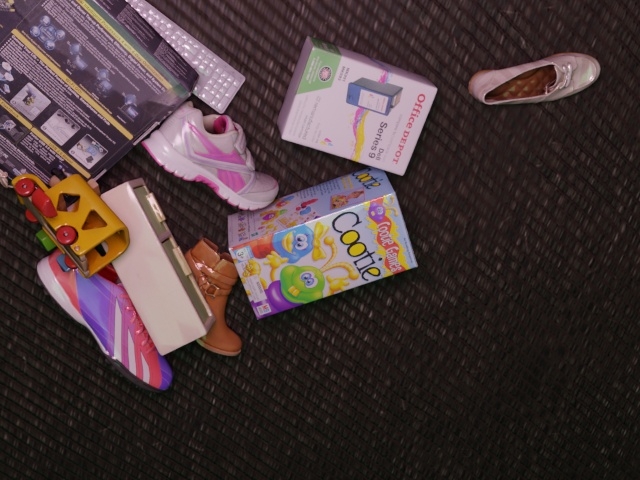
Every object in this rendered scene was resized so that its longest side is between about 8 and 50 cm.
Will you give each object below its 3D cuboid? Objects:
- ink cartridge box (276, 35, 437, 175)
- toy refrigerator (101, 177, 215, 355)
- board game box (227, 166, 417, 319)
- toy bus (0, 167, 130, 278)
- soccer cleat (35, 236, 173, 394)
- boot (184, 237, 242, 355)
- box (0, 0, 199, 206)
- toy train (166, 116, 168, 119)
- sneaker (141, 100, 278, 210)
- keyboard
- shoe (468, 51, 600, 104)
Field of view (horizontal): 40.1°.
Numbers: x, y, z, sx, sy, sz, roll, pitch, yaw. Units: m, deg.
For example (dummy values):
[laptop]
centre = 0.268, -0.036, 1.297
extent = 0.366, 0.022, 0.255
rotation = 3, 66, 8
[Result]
[ink cartridge box]
centre = 0.056, -0.212, 1.391
extent = 0.212, 0.093, 0.154
rotation = 16, 110, -15
[toy refrigerator]
centre = -0.269, 0.038, 1.414
extent = 0.094, 0.102, 0.269
rotation = -27, 96, 5
[board game box]
centre = 0.000, 0.000, 1.447
extent = 0.275, 0.144, 0.142
rotation = -19, 115, 3
[toy bus]
centre = -0.370, -0.047, 1.296
extent = 0.104, 0.191, 0.202
rotation = -38, 121, -22
[soccer cleat]
centre = -0.338, 0.130, 1.489
extent = 0.116, 0.108, 0.318
rotation = -36, 110, 5
[boot]
centre = -0.178, 0.100, 1.512
extent = 0.197, 0.073, 0.152
rotation = 37, 100, -22
[box]
centre = -0.429, -0.268, 1.280
extent = 0.318, 0.097, 0.395
rotation = -37, 112, 23
[toy train]
centre = -0.251, -0.231, 1.376
extent = 0.027, 0.036, 0.158
rotation = -22, 114, 3
[sneaker]
centre = -0.149, -0.132, 1.368
extent = 0.252, 0.103, 0.111
rotation = 25, 104, -45
[keyboard]
centre = -0.235, -0.298, 1.345
extent = 0.256, 0.014, 0.072
rotation = 36, 73, -19
[shoe]
centre = 0.354, -0.255, 1.425
extent = 0.219, 0.058, 0.076
rotation = -11, 114, -2
